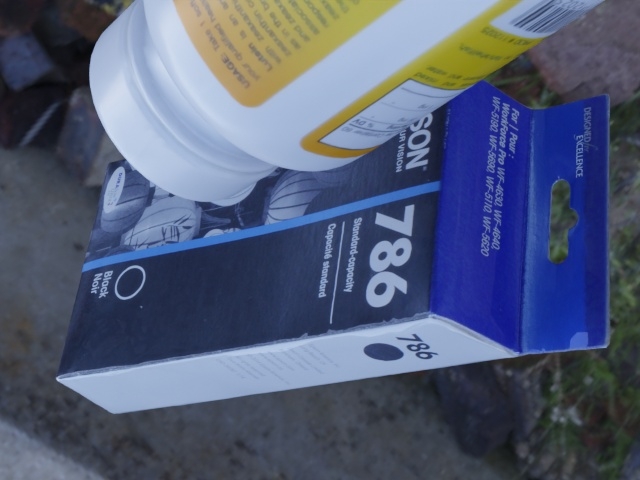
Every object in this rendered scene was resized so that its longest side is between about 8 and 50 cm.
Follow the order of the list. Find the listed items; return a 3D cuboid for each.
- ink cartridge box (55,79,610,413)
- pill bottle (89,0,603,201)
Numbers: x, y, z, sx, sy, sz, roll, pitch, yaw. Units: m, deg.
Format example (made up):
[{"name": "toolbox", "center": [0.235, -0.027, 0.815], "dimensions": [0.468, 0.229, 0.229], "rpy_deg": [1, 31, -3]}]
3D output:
[{"name": "ink cartridge box", "center": [0.000, 0.000, 0.690], "dimensions": [0.333, 0.165, 0.065], "rpy_deg": [-12, 144, 29]}, {"name": "pill bottle", "center": [0.013, -0.113, 0.497], "dimensions": [0.246, 0.136, 0.136], "rpy_deg": [-31, 96, 38]}]
